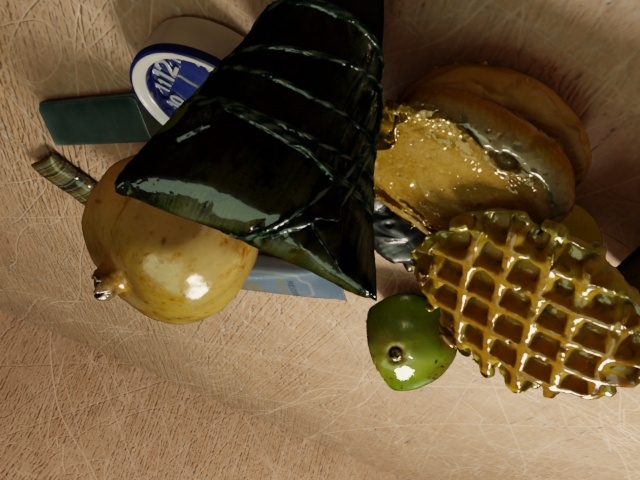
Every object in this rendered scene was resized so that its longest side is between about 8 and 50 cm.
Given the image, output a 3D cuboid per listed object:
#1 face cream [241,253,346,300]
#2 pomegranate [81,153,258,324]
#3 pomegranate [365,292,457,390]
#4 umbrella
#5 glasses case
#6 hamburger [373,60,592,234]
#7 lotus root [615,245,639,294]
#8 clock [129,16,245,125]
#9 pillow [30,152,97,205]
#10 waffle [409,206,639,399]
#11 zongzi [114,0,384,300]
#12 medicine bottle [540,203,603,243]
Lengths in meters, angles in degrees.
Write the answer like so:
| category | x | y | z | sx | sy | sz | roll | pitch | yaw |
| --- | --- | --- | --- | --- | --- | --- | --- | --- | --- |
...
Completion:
| category | x | y | z | sx | sy | sz | roll | pitch | yaw |
| --- | --- | --- | --- | --- | --- | --- | --- | --- | --- |
| face cream | -0.136 | 0.071 | 1.692 | 0.385 | 0.086 | 0.136 | 8 | 150 | 18 |
| pomegranate | -0.279 | -0.001 | 1.390 | 0.342 | 0.343 | 0.342 | 18 | 153 | 10 |
| pomegranate | 0.205 | 0.212 | 1.578 | 0.159 | 0.190 | 0.241 | -18 | 137 | 18 |
| umbrella | 0.079 | -0.079 | 1.221 | 0.336 | 0.128 | 0.154 | 37 | 135 | -14 |
| glasses case | -0.399 | -0.213 | 1.405 | 0.266 | 0.056 | 0.105 | 2 | 147 | 35 |
| hamburger | 0.193 | -0.111 | 1.019 | 0.318 | 0.158 | 0.319 | 18 | 154 | 9 |
| lotus root | 0.474 | 0.071 | 1.085 | 0.266 | 0.149 | 0.260 | -7 | 155 | -29 |
| clock | -0.169 | -0.229 | 1.173 | 0.230 | 0.083 | 0.230 | 20 | 154 | 10 |
| pillow | -0.531 | -0.116 | 1.701 | 0.203 | 0.038 | 0.113 | 39 | 149 | -30 |
| waffle | 0.270 | 0.095 | 1.012 | 0.302 | 0.068 | 0.325 | -23 | 108 | 49 |
| zongzi | -0.017 | -0.183 | 0.895 | 0.318 | 0.384 | 0.362 | 21 | 141 | -6 |
| medicine bottle | 0.337 | 0.034 | 1.209 | 0.121 | 0.122 | 0.212 | 23 | 153 | 0 |
